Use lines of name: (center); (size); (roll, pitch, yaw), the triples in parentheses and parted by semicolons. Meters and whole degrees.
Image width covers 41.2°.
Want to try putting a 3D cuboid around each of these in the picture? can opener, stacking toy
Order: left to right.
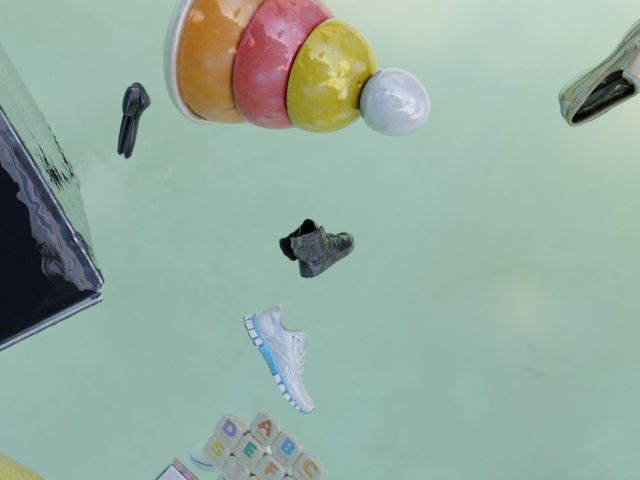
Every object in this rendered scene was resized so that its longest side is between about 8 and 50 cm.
can opener: (-0.442, -0.280, 1.975); (0.073, 0.186, 0.059); (-9, 39, -42)
stacking toy: (-0.012, -0.306, 1.557); (0.479, 0.351, 0.351); (26, 63, 22)

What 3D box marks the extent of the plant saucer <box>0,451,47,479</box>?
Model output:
plant saucer: (-0.232, 0.261, 0.521); (0.081, 0.332, 0.333); (-7, 90, -41)

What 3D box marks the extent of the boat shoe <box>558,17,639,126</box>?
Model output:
boat shoe: (0.360, -0.194, 0.977); (0.068, 0.190, 0.072); (38, 32, -14)

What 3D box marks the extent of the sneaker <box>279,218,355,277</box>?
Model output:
sneaker: (-0.002, 0.000, 1.406); (0.170, 0.051, 0.089); (-38, 123, -45)

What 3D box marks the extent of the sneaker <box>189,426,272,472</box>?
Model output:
sneaker: (-0.199, 0.456, 1.908); (0.091, 0.258, 0.094); (63, 35, -21)

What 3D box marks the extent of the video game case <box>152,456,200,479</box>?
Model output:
video game case: (-0.207, 0.476, 1.268); (0.232, 0.042, 0.210); (43, 95, -3)

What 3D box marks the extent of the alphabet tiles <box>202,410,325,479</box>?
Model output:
alphabet tiles: (-0.111, 0.471, 1.664); (0.284, 0.278, 0.021); (42, 35, 15)

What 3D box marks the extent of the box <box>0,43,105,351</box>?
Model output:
box: (-0.549, -0.017, 1.011); (0.479, 0.472, 0.297); (-28, 112, -9)

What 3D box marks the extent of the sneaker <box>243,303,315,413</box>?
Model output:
sneaker: (-0.049, 0.191, 1.394); (0.082, 0.071, 0.191); (-29, 89, 0)
